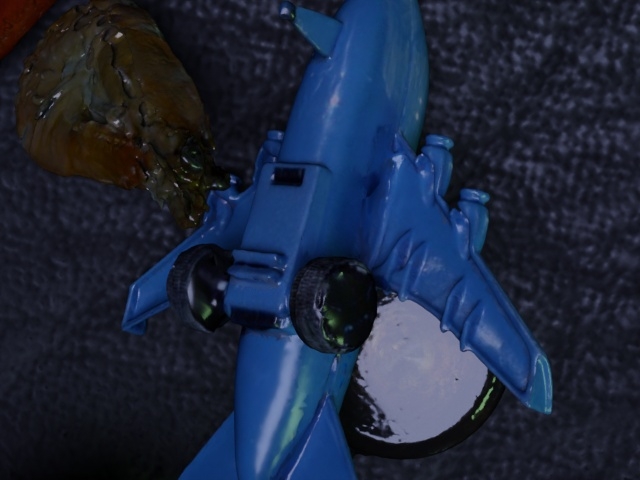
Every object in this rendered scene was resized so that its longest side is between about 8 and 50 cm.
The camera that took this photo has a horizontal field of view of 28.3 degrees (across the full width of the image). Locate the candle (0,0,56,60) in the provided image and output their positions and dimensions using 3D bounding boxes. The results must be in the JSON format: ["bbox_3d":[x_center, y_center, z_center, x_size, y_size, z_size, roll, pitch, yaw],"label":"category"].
[{"bbox_3d":[-0.141,-0.151,0.632,0.162,0.053,0.048,-51,51,7],"label":"candle"}]

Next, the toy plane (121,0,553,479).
[{"bbox_3d":[0.000,0.000,0.596,0.254,0.105,0.271,5,86,41],"label":"toy plane"}]

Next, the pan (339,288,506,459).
[{"bbox_3d":[0.012,0.096,0.663,0.115,0.040,0.212,37,102,3],"label":"pan"}]

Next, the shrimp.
[{"bbox_3d":[-0.091,-0.057,0.594,0.091,0.184,0.043,-48,136,0],"label":"shrimp"}]
